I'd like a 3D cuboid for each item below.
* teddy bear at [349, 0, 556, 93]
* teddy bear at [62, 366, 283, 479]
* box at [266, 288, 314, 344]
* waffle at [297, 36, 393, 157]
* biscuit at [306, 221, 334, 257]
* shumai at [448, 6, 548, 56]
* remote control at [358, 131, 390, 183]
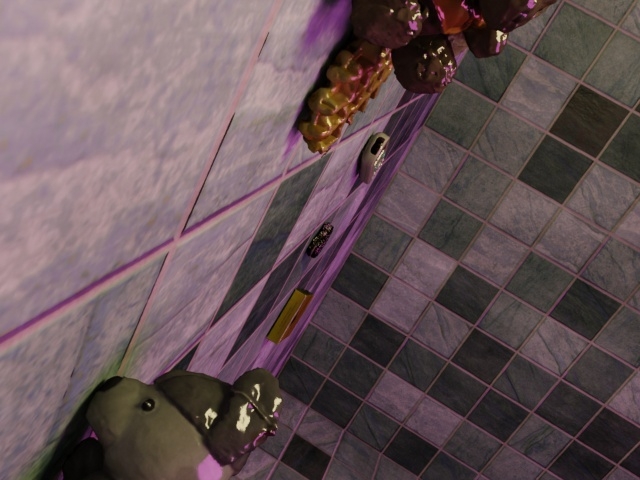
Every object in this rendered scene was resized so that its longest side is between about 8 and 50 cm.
[{"bbox_3d":[0.128,-0.226,0.517,0.177,0.190,0.140,18,70,-57],"label":"teddy bear"},{"bbox_3d":[-0.163,0.201,0.529,0.251,0.144,0.171,-55,-166,-29],"label":"teddy bear"},{"bbox_3d":[-0.080,0.213,1.714,0.153,0.041,0.279,-58,174,-2],"label":"box"},{"bbox_3d":[0.039,-0.177,0.670,0.192,0.046,0.160,-58,174,-2],"label":"waffle"},{"bbox_3d":[0.000,0.000,1.358,0.089,0.027,0.087,-59,175,6],"label":"biscuit"},{"bbox_3d":[0.223,-0.346,0.876,0.206,0.166,0.175,-22,161,-37],"label":"shumai"},{"bbox_3d":[0.117,-0.183,1.342,0.078,0.042,0.221,-57,173,-6],"label":"remote control"}]
